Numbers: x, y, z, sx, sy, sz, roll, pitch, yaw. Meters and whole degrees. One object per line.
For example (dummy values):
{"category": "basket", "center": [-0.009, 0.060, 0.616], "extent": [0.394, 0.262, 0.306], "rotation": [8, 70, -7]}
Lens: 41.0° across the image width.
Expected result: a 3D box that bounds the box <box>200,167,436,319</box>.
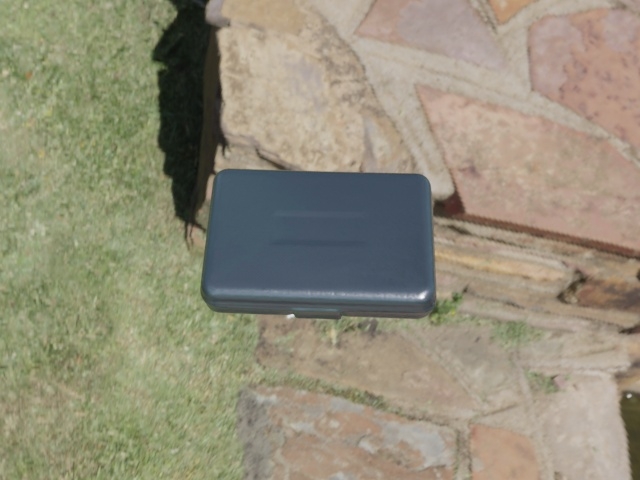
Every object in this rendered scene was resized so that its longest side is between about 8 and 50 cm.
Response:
{"category": "box", "center": [0.000, 0.000, 0.863], "extent": [0.230, 0.050, 0.160], "rotation": [2, 59, 1]}
